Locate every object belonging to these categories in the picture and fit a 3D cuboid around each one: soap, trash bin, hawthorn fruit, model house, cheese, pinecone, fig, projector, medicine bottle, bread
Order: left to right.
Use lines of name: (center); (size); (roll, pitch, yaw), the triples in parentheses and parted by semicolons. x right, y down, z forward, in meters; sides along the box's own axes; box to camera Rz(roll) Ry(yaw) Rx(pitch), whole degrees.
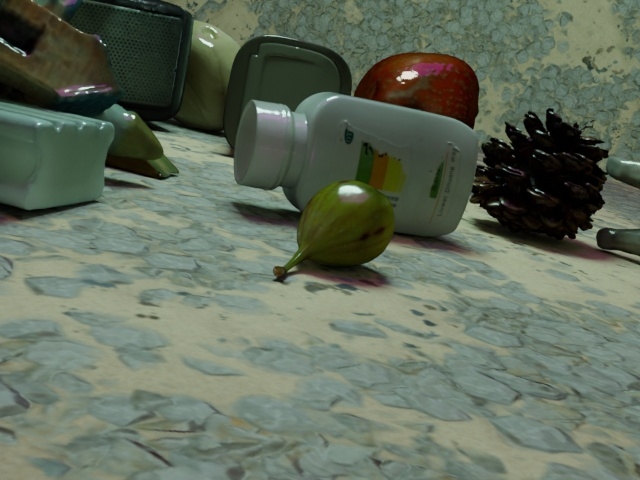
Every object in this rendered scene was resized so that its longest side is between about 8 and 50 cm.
soap: (-0.365, -0.106, 0.855); (0.265, 0.088, 0.160); (15, 10, 10)
projector: (-0.509, -0.378, 1.619); (0.405, 0.242, 0.395); (2, 18, -36)
model house: (-0.309, -0.215, 0.999); (0.325, 0.194, 0.267); (32, -24, -24)
bread: (-0.256, -0.141, 1.146); (0.139, 0.084, 0.074); (16, 11, 12)
cheese: (-0.256, -0.330, 1.755); (0.218, 0.235, 0.117); (-8, 22, 30)
trash bin: (-0.070, -0.250, 1.585); (0.219, 0.220, 0.250); (12, 4, -9)
fig: (0.001, -0.015, 0.824); (0.166, 0.093, 0.093); (-5, 21, -43)
medicine bottle: (0.045, -0.100, 1.079); (0.296, 0.161, 0.111); (10, 10, -18)
hawthorn fruit: (0.184, -0.256, 1.741); (0.299, 0.275, 0.275); (-5, 16, -14)
pinecone: (0.341, -0.106, 1.322); (0.221, 0.221, 0.221); (12, 12, -3)

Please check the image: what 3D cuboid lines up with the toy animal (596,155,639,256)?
toy animal: (0.618, -0.016, 1.246); (0.302, 0.194, 0.344); (3, 17, -15)
